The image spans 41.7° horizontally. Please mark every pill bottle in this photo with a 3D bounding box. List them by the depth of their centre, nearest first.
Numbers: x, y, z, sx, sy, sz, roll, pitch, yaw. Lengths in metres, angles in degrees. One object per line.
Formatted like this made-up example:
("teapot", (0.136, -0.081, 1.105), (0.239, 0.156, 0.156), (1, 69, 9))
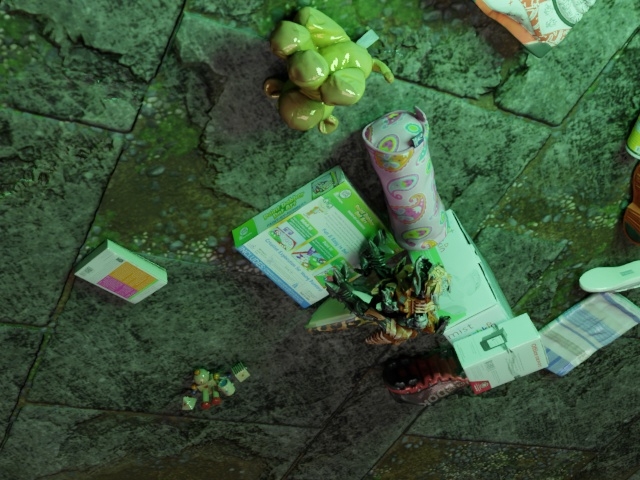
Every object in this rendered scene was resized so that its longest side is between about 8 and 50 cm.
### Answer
("pill bottle", (0.635, -0.216, 1.607), (0.065, 0.065, 0.116), (-4, 136, -15))

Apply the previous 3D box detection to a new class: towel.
("towel", (0.652, 0.230, 2.093), (0.285, 0.034, 0.209), (-41, 132, 23))

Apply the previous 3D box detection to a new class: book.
("book", (-0.376, 0.063, 1.586), (0.096, 0.035, 0.144), (-35, 134, 22))

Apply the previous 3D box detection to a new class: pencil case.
("pencil case", (0.162, -0.107, 1.525), (0.124, 0.124, 0.284), (-19, 136, 1))

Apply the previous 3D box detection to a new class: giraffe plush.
("giraffe plush", (-0.011, -0.247, 1.321), (0.210, 0.181, 0.170), (-24, 163, -48))

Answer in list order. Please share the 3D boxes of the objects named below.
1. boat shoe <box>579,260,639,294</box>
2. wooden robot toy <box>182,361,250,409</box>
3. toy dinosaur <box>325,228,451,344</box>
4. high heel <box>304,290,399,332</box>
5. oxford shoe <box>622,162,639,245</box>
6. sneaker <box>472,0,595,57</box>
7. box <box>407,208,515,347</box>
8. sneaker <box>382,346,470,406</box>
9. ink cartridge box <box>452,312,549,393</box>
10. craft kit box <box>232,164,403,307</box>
("boat shoe", (0.682, 0.095, 1.949), (0.184, 0.066, 0.063), (-16, 137, -16))
("wooden robot toy", (-0.248, 0.316, 1.862), (0.173, 0.076, 0.079), (-25, 126, 8))
("toy dinosaur", (0.130, 0.119, 1.563), (0.164, 0.218, 0.322), (-34, 161, -51))
("high heel", (0.102, 0.183, 1.814), (0.261, 0.093, 0.186), (-24, 131, -7))
("oxford shoe", (0.708, -0.110, 1.737), (0.098, 0.097, 0.271), (-25, 145, -22))
("sneaker", (0.316, -0.401, 1.298), (0.270, 0.090, 0.145), (24, 122, -40))
("box", (0.297, 0.110, 1.687), (0.127, 0.261, 0.231), (-30, 137, 13))
("sneaker", (0.287, 0.333, 2.031), (0.276, 0.097, 0.135), (-11, 136, -4))
("ink cartridge box", (0.337, 0.212, 1.566), (0.151, 0.063, 0.109), (-23, 137, 6))
("craft kit box", (0.000, 0.000, 1.629), (0.247, 0.061, 0.250), (-29, 136, 15))
